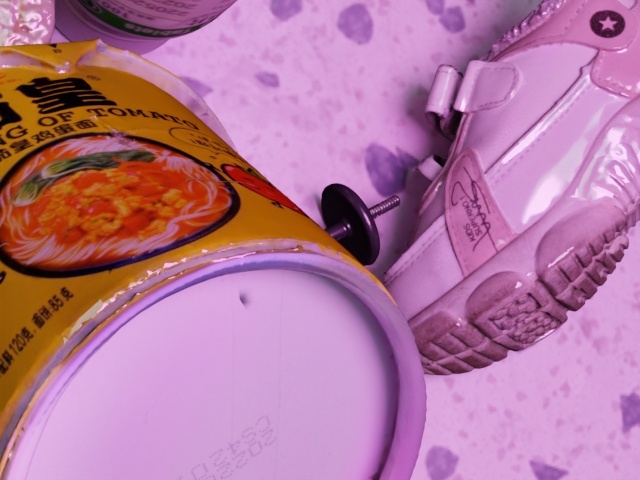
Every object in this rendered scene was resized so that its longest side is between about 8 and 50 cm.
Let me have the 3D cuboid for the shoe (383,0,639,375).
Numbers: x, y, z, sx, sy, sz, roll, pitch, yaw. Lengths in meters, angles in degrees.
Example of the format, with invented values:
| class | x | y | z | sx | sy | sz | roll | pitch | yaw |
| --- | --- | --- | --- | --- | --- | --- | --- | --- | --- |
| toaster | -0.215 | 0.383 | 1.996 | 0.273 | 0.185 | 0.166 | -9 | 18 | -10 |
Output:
| class | x | y | z | sx | sy | sz | roll | pitch | yaw |
| --- | --- | --- | --- | --- | --- | --- | --- | --- | --- |
| shoe | 0.160 | -0.055 | 0.918 | 0.351 | 0.172 | 0.198 | -40 | 67 | -4 |

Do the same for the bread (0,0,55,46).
| class | x | y | z | sx | sy | sz | roll | pitch | yaw |
| --- | --- | --- | --- | --- | --- | --- | --- | --- | --- |
| bread | -0.252 | -0.135 | 0.748 | 0.148 | 0.141 | 0.134 | 0 | 89 | -23 |

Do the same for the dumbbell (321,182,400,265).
| class | x | y | z | sx | sy | sz | roll | pitch | yaw |
| --- | --- | --- | --- | --- | --- | --- | --- | --- | --- |
| dumbbell | 0.000 | 0.000 | 0.882 | 0.147 | 0.069 | 0.069 | -27 | 96 | -24 |

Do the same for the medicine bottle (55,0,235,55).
| class | x | y | z | sx | sy | sz | roll | pitch | yaw |
| --- | --- | --- | --- | --- | --- | --- | --- | --- | --- |
| medicine bottle | -0.106 | -0.199 | 0.764 | 0.139 | 0.237 | 0.139 | 3 | 82 | -24 |

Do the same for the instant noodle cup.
| class | x | y | z | sx | sy | sz | roll | pitch | yaw |
| --- | --- | --- | --- | --- | --- | --- | --- | --- | --- |
| instant noodle cup | -0.114 | 0.073 | 0.661 | 0.325 | 0.254 | 0.326 | -15 | 118 | -30 |
